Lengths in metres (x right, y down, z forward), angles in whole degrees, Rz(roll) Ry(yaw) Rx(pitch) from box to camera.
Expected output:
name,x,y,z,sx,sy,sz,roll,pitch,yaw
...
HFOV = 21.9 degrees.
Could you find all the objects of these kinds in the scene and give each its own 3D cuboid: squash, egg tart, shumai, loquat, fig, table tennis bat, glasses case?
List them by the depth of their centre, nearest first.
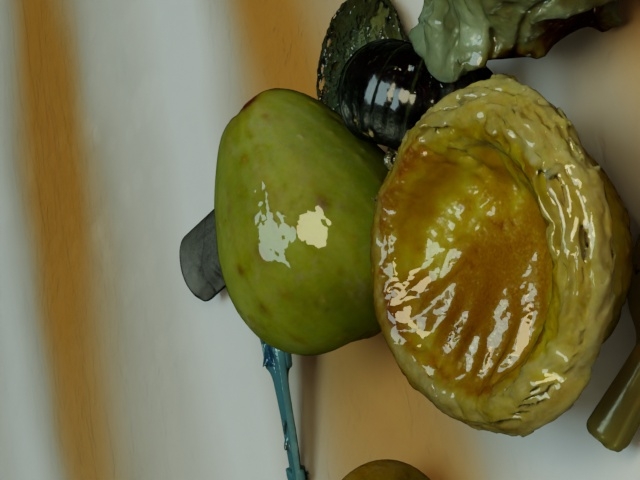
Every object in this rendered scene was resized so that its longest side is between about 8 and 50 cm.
name,x,y,z,sx,sy,sz,roll,pitch,yaw
table tennis bat,0.359,0.076,1.671,0.198,0.050,0.320,51,122,50
shumai,0.181,-0.295,1.735,0.292,0.330,0.288,45,110,-2
egg tart,0.204,0.015,1.750,0.388,0.169,0.387,-2,88,58
squash,0.116,-0.162,1.930,0.193,0.193,0.155,11,112,55
loquat,0.080,0.333,1.949,0.163,0.137,0.163,-41,37,41
fig,-0.010,-0.030,2.005,0.258,0.258,0.326,-23,88,51
glasses case,-0.100,-0.026,2.324,0.299,0.060,0.114,-39,53,45

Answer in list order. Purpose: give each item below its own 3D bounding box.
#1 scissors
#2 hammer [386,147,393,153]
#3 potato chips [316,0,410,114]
name,x,y,z,sx,sy,sz,roll,pitch,yaw
scissors,-0.064,0.139,2.204,0.180,0.032,0.392,170,91,-69
hammer,0.095,-0.125,2.101,0.062,0.017,0.182,31,109,52
potato chips,0.054,-0.232,2.160,0.220,0.029,0.202,17,96,59
